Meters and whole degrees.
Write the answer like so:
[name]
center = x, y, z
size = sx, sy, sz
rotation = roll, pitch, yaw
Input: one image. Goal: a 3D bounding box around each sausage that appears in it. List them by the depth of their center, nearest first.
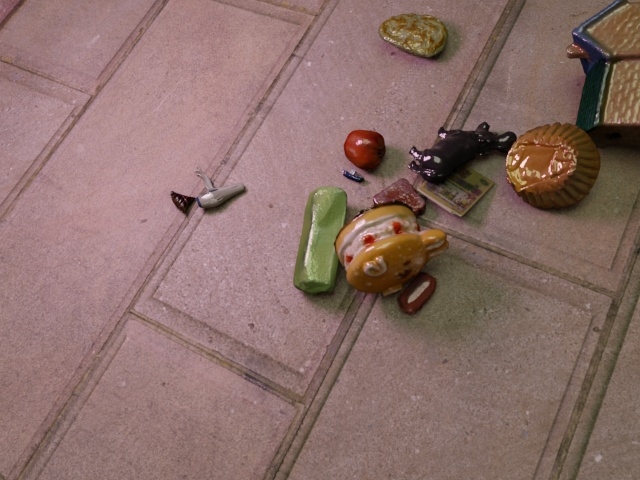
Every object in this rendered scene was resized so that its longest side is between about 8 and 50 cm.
[sausage]
center = 0.285, 0.156, 1.699
size = 0.076, 0.076, 0.141
rotation = 36, 76, 22

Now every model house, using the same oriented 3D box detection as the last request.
[model house]
center = 0.936, -0.482, 1.756
size = 0.342, 0.334, 0.382
rotation = 8, 82, 34

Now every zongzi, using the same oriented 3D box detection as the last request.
[zongzi]
center = -0.476, -0.125, 1.976
size = 0.083, 0.067, 0.073
rotation = 9, 60, -4

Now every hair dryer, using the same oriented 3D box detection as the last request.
[hair dryer]
center = -0.350, -0.199, 1.999
size = 0.167, 0.067, 0.199
rotation = -10, 50, -4

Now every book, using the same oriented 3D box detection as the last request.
[book]
center = 0.430, -0.170, 1.825
size = 0.168, 0.013, 0.192
rotation = 37, 62, 23

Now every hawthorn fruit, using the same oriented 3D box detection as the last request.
[hawthorn fruit]
center = 0.141, -0.303, 1.898
size = 0.138, 0.133, 0.133
rotation = 20, 71, 28

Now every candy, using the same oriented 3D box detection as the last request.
[candy]
center = 0.000, 0.000, 1.790
size = 0.132, 0.142, 0.344
rotation = 10, 70, -2

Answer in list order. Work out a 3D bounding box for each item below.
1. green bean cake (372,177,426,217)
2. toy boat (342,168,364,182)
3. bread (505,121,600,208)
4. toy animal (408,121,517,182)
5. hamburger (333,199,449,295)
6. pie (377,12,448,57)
[green bean cake]
center = 0.252, -0.116, 1.834
size = 0.135, 0.056, 0.136
rotation = -34, 64, -4
[toy boat]
center = 0.109, -0.220, 1.918
size = 0.083, 0.038, 0.038
rotation = 25, 73, 20
[bread]
center = 0.688, -0.226, 1.722
size = 0.274, 0.149, 0.274
rotation = 0, 90, 29
[toy animal]
center = 0.447, -0.299, 1.839
size = 0.343, 0.106, 0.168
rotation = -24, 50, -12
[hamburger]
center = 0.206, 0.032, 1.655
size = 0.302, 0.261, 0.186
rotation = -25, 56, -4
[pie]
center = 0.340, -0.741, 2.083
size = 0.248, 0.090, 0.201
rotation = 29, 64, 20
